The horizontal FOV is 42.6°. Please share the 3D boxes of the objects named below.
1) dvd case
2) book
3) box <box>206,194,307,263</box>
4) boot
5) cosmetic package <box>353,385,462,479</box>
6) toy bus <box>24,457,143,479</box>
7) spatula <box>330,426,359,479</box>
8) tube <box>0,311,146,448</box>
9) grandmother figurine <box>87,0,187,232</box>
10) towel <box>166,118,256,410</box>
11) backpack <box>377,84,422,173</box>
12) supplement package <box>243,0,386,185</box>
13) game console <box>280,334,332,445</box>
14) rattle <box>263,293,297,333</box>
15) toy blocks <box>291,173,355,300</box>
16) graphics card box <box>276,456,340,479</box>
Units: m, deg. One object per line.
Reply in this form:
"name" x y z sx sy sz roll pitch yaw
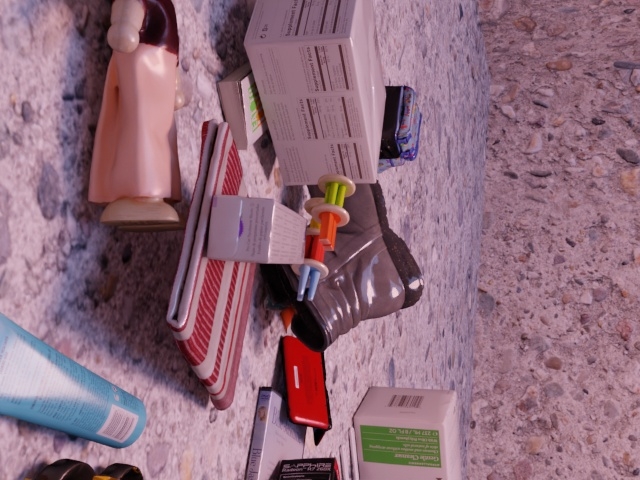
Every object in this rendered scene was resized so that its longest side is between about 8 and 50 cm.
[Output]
"dvd case" -0.069 0.363 1.225 0.180 0.022 0.253 55 38 -59
"book" -0.097 -0.195 1.150 0.144 0.035 0.096 -62 148 -60
"box" -0.063 -0.006 0.941 0.324 0.063 0.067 11 84 -85
"boot" -0.003 -0.015 1.246 0.222 0.118 0.338 -18 68 -35
"cosmetic package" 0.194 0.505 1.730 0.155 0.196 0.366 -42 128 -65
"toy bus" -0.177 0.316 0.735 0.220 0.149 0.212 43 57 -68
"spatula" 0.053 0.497 1.593 0.168 0.019 0.242 -30 114 -67
"tube" -0.231 0.134 0.723 0.207 0.052 0.080 50 38 -54
"grandmother figurine" -0.178 -0.185 0.818 0.208 0.104 0.343 147 -58 -80
"towel" -0.118 0.042 0.939 0.329 0.037 0.237 86 11 -66
"backpack" 0.155 -0.228 1.757 0.173 0.116 0.158 65 31 -56
"supplement package" 0.004 -0.242 1.188 0.262 0.145 0.204 76 17 -48
"game console" -0.032 0.240 1.303 0.124 0.085 0.144 21 49 -38
"rattle" -0.037 0.093 1.315 0.130 0.142 0.200 48 52 -16
"toy blocks" 0.000 0.000 1.119 0.123 0.054 0.148 124 -20 -59
"graphics card box" -0.024 0.481 1.075 0.371 0.094 0.233 -76 162 -72
